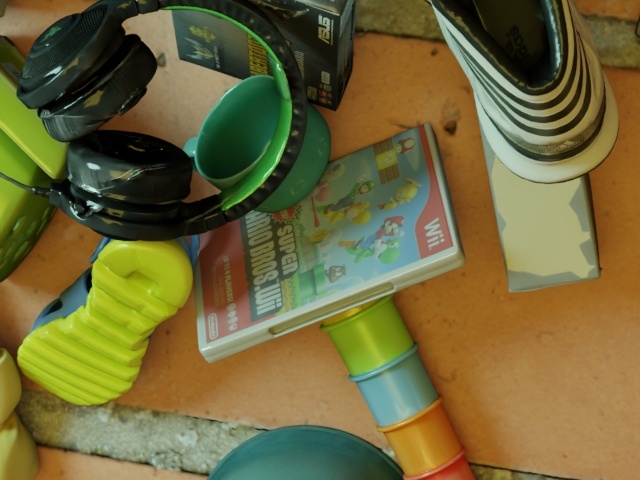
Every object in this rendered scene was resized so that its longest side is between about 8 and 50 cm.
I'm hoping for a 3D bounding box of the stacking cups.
[{"bbox_3d":[0.082,0.155,1.887,0.096,0.096,0.316,-27,93,12],"label":"stacking cups"}]

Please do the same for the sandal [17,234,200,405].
[{"bbox_3d":[-0.215,0.063,1.894,0.126,0.138,0.317,34,132,-15],"label":"sandal"}]

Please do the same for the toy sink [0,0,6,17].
[{"bbox_3d":[-0.405,-0.311,1.850,0.152,0.131,0.234,7,76,8],"label":"toy sink"}]

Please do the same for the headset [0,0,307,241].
[{"bbox_3d":[-0.204,-0.093,1.676,0.394,0.185,0.243,-18,113,-1],"label":"headset"}]

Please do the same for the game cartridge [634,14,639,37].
[{"bbox_3d":[0.462,-0.281,1.782,0.196,0.060,0.294,38,102,-1],"label":"game cartridge"}]

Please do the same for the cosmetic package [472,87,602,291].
[{"bbox_3d":[0.221,-0.075,1.815,0.107,0.127,0.238,-7,95,9],"label":"cosmetic package"}]

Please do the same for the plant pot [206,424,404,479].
[{"bbox_3d":[-0.033,0.356,1.855,0.271,0.255,0.272,2,99,10],"label":"plant pot"}]

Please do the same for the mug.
[{"bbox_3d":[-0.059,-0.099,1.866,0.097,0.158,0.129,35,91,-37],"label":"mug"}]

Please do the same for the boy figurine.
[{"bbox_3d":[-0.404,0.153,1.957,0.177,0.092,0.285,-10,111,37],"label":"boy figurine"}]

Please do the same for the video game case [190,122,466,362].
[{"bbox_3d":[0.000,0.000,1.839,0.285,0.204,0.025,-21,132,12],"label":"video game case"}]

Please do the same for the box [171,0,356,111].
[{"bbox_3d":[-0.058,-0.225,1.789,0.183,0.231,0.056,19,71,5],"label":"box"}]

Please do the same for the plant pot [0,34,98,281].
[{"bbox_3d":[-0.369,-0.092,1.867,0.207,0.227,0.228,-44,90,7],"label":"plant pot"}]

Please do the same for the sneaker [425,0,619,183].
[{"bbox_3d":[0.152,-0.292,1.657,0.169,0.257,0.447,-24,64,2],"label":"sneaker"}]
